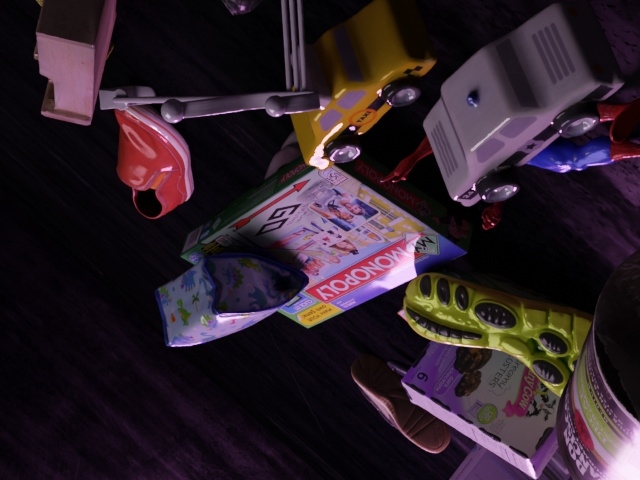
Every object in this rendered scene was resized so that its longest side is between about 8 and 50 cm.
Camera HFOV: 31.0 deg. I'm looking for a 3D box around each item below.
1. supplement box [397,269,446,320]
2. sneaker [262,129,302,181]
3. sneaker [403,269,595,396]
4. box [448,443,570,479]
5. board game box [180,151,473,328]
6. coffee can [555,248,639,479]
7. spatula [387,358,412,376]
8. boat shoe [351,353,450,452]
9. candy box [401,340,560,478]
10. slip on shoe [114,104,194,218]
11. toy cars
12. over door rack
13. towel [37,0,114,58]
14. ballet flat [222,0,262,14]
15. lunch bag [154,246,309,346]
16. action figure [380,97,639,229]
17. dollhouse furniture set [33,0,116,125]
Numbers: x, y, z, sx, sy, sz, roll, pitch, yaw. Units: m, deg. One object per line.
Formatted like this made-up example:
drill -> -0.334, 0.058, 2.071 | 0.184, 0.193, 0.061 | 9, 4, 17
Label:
supplement box -> 0.148, 0.080, 1.562 | 0.036, 0.062, 0.098 | 42, 162, -1
sneaker -> -0.044, -0.020, 1.590 | 0.122, 0.146, 0.330 | 34, 163, 18
sneaker -> 0.247, 0.097, 1.356 | 0.295, 0.109, 0.123 | 23, -157, 15
box -> 0.287, 0.357, 1.741 | 0.145, 0.186, 0.038 | 45, 163, -16
board game box -> 0.000, 0.000, 1.413 | 0.213, 0.046, 0.317 | 32, 143, -24
coffee can -> 0.335, 0.139, 1.071 | 0.201, 0.201, 0.275 | 35, 162, 19
spatula -> 0.231, 0.270, 1.909 | 0.296, 0.030, 0.084 | 31, 163, 28
boat shoe -> 0.145, 0.295, 2.089 | 0.223, 0.080, 0.073 | 42, 169, 13
candy box -> 0.230, 0.172, 1.437 | 0.196, 0.165, 0.070 | 29, 161, 32
slip on shoe -> -0.283, -0.133, 1.890 | 0.123, 0.101, 0.331 | 37, 161, 17
toy cars -> 0.077, -0.128, 0.992 | 0.087, 0.176, 0.393 | 3, -171, -38
over door rack -> -0.135, -0.234, 1.071 | 0.324, 0.108, 0.240 | 9, 106, 49
towel -> -0.386, -0.347, 1.634 | 0.237, 0.021, 0.102 | 46, -167, -17
ballet flat -> -0.116, -0.314, 1.202 | 0.173, 0.049, 0.057 | 56, 180, -27
lunch bag -> -0.107, 0.070, 1.432 | 0.129, 0.151, 0.096 | -31, 66, 48
action figure -> 0.169, -0.065, 1.043 | 0.091, 0.139, 0.280 | 49, 164, -25
dollhouse furniture set -> -0.462, -0.308, 1.440 | 0.394, 0.362, 0.256 | 12, 163, -8
